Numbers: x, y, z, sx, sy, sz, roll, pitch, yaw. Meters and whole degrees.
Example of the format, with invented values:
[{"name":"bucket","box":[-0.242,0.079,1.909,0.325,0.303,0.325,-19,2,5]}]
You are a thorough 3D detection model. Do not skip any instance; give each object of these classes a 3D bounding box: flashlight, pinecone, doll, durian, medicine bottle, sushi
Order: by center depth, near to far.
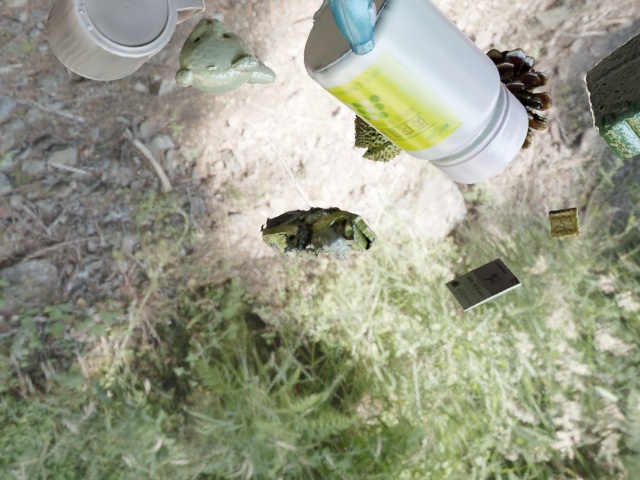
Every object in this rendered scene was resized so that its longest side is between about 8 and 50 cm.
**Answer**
[{"name":"flashlight","box":[0.026,-0.247,0.648,0.051,0.051,0.129,-23,135,0]},{"name":"medicine bottle","box":[0.167,-0.265,1.085,0.378,0.214,0.213,30,125,-33]},{"name":"doll","box":[-0.196,-0.384,1.359,0.175,0.149,0.278,-14,-171,9]},{"name":"sushi","box":[0.002,-0.007,1.514,0.290,0.131,0.139,-7,150,33]},{"name":"pinecone","box":[0.463,-0.333,1.629,0.264,0.264,0.264,-19,153,-10]},{"name":"durian","box":[0.200,-0.373,2.052,0.193,0.237,0.138,9,145,-16]}]

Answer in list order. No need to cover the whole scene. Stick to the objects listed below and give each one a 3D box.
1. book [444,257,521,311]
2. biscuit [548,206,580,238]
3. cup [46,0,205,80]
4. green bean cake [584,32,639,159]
[{"name":"book","box":[0.459,0.124,1.833,0.181,0.127,0.014,-25,128,-2]},{"name":"biscuit","box":[0.674,-0.048,1.785,0.018,0.081,0.083,-6,178,-44]},{"name":"cup","box":[-0.403,-0.450,1.352,0.288,0.208,0.273,9,178,-29]},{"name":"green bean cake","box":[0.831,-0.380,1.593,0.169,0.308,0.300,38,132,-22]}]
